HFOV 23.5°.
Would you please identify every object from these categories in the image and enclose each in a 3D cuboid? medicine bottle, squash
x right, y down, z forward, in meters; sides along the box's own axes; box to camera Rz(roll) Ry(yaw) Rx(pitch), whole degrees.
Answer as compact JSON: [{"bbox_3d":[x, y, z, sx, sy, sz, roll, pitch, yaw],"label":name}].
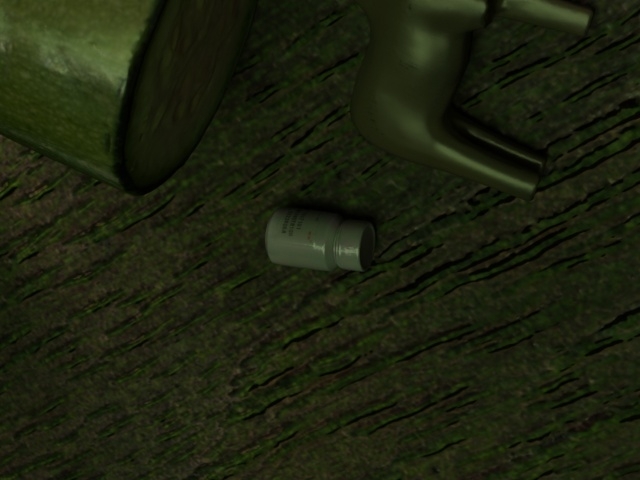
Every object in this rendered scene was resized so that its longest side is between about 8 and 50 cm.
[{"bbox_3d":[0.000,0.000,1.344,0.089,0.052,0.052,7,123,21],"label":"medicine bottle"},{"bbox_3d":[-0.260,-0.226,1.188,0.384,0.263,0.263,24,127,9],"label":"squash"}]

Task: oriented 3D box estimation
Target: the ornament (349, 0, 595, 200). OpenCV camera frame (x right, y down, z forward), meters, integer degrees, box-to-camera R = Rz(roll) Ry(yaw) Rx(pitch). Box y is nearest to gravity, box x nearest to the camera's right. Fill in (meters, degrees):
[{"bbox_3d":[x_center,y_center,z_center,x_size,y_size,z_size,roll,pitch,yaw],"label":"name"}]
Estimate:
[{"bbox_3d":[0.083,-0.168,1.192,0.244,0.061,0.230,20,125,7],"label":"ornament"}]
